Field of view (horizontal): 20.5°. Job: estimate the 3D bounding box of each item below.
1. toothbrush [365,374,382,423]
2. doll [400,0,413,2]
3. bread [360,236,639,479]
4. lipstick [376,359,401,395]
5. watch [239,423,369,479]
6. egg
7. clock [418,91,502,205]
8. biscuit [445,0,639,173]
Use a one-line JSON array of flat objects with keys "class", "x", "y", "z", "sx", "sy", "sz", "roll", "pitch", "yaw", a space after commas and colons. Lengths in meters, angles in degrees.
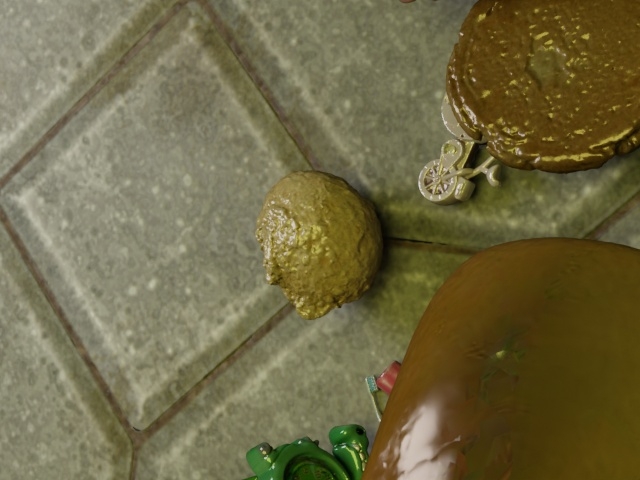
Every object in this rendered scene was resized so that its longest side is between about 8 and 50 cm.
[{"class": "toothbrush", "x": 0.066, "y": 0.189, "z": 1.659, "sx": 0.013, "sy": 0.011, "sz": 0.131, "roll": -32, "pitch": 71, "yaw": 46}, {"class": "doll", "x": 0.167, "y": -0.306, "z": 1.584, "sx": 0.262, "sy": 0.093, "sz": 0.211, "roll": -38, "pitch": 40, "yaw": 12}, {"class": "bread", "x": 0.183, "y": 0.188, "z": 1.387, "sx": 0.348, "sy": 0.253, "sz": 0.376, "roll": 12, "pitch": 66, "yaw": 33}, {"class": "lipstick", "x": 0.141, "y": 0.181, "z": 1.602, "sx": 0.234, "sy": 0.053, "sz": 0.053, "roll": 39, "pitch": 104, "yaw": 31}, {"class": "watch", "x": -0.027, "y": 0.258, "z": 1.647, "sx": 0.152, "sy": 0.165, "sz": 0.131, "roll": -35, "pitch": 70, "yaw": 48}, {"class": "egg", "x": 0.000, "y": 0.000, "z": 1.653, "sx": 0.118, "sy": 0.116, "sz": 0.140, "roll": -20, "pitch": 72, "yaw": 3}, {"class": "clock", "x": 0.140, "y": -0.089, "z": 1.623, "sx": 0.087, "sy": 0.041, "sz": 0.129, "roll": 27, "pitch": 94, "yaw": 32}, {"class": "biscuit", "x": 0.220, "y": -0.157, "z": 1.560, "sx": 0.226, "sy": 0.042, "sz": 0.226, "roll": -8, "pitch": 69, "yaw": 20}]
